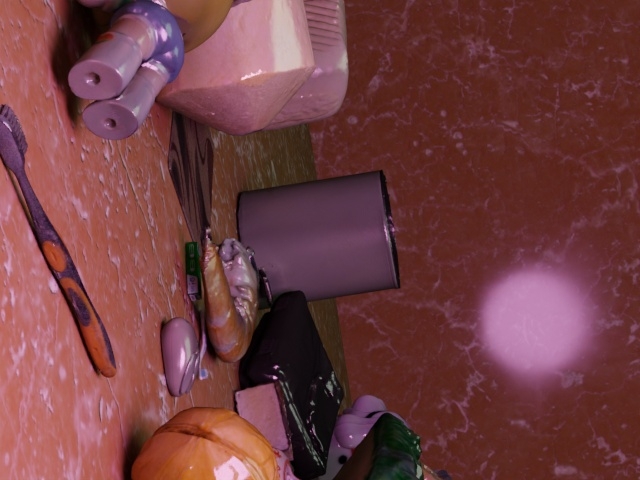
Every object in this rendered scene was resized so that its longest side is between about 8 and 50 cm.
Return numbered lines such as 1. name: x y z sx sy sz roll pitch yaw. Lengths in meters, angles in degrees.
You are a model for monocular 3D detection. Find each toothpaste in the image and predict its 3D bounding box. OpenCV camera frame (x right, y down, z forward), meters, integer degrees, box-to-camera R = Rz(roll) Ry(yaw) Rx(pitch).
1. toothpaste: -0.173 0.041 1.801 0.020 0.017 0.083 77 7 -57

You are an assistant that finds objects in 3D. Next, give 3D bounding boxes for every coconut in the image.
1. coconut: -0.121 -0.263 1.775 0.239 0.239 0.244 -30 111 -84

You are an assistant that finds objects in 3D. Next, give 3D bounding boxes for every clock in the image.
1. clock: 0.048 0.364 2.339 0.189 0.254 0.189 -13 90 -87

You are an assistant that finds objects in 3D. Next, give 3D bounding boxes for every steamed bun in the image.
1. steamed bun: -0.097 -0.327 2.077 0.236 0.247 0.384 109 -29 -56

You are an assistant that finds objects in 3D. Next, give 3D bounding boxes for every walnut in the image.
1. walnut: -0.115 0.264 1.361 0.159 0.159 0.207 -92 178 -52

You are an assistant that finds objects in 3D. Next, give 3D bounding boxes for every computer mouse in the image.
1. computer mouse: -0.166 0.140 1.596 0.066 0.039 0.096 47 35 -80

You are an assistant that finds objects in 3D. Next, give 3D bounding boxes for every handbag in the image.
1. handbag: -0.042 0.239 2.179 0.275 0.088 0.244 -75 144 -64

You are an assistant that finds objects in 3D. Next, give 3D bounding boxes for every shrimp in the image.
1. shrimp: -0.138 0.082 1.864 0.287 0.068 0.185 20 62 -80

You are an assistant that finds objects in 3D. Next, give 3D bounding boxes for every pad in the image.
1. pad: -0.189 -0.128 1.971 0.330 0.004 0.220 -93 171 -48

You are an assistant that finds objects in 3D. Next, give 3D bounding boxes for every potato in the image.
1. potato: -0.084 0.280 1.981 0.061 0.086 0.122 67 9 -59

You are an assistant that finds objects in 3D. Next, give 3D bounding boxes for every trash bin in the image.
1. trash bin: 0.000 0.000 2.358 0.277 0.262 0.217 -90 169 -55

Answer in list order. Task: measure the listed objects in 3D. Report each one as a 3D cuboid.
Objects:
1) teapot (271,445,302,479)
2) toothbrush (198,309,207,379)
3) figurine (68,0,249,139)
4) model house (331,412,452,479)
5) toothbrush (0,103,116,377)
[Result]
1. teapot: -0.073 0.368 1.828 0.245 0.116 0.159 -10 103 -87
2. toothbrush: -0.161 0.141 1.793 0.131 0.013 0.011 -97 180 -49
3. figurine: -0.169 -0.249 1.448 0.224 0.205 0.382 64 25 -51
4. model house: 0.134 0.490 1.842 0.342 0.335 0.382 37 1 0
5. toothbrush: -0.236 0.014 1.190 0.031 0.023 0.321 -80 162 -50
